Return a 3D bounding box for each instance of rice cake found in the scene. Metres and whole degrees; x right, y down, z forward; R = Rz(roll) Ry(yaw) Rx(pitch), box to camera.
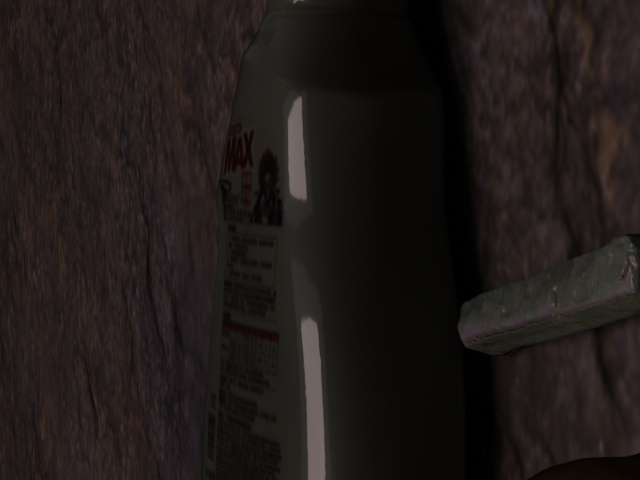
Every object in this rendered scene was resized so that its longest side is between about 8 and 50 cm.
[{"bbox_3d":[0.117,0.030,0.826,0.207,0.033,0.033,149,128,-69],"label":"rice cake"}]

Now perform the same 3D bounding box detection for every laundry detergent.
[{"bbox_3d":[0.000,0.000,1.022,0.264,0.124,0.398,-175,85,-71],"label":"laundry detergent"}]

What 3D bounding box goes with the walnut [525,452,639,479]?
[{"bbox_3d":[0.126,0.198,0.528,0.273,0.227,0.273,175,90,-71],"label":"walnut"}]
